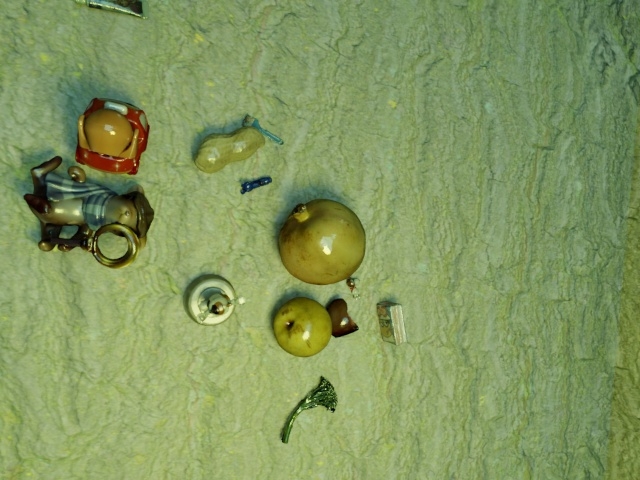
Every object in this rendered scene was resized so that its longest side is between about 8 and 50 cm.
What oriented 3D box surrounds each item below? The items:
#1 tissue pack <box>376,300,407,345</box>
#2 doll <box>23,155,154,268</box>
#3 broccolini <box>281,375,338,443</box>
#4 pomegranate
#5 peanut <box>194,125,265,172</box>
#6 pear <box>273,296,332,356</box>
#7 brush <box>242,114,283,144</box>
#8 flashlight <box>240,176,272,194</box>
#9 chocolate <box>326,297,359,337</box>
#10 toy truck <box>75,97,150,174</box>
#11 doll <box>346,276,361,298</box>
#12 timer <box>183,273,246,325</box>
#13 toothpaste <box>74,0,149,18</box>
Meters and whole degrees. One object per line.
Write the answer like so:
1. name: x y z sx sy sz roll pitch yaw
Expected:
1. tissue pack: 0.275 0.320 1.703 0.065 0.115 0.155 -12 92 -21
2. doll: -0.668 -0.081 1.278 0.340 0.209 0.318 8 79 -19
3. broccolini: -0.034 0.637 1.600 0.123 0.062 0.271 44 68 0
4. pomegranate: 0.000 0.000 1.507 0.319 0.319 0.319 0 89 -22
5. peanut: -0.309 -0.316 1.481 0.257 0.123 0.123 -31 100 -22
6. pear: -0.055 0.302 1.528 0.209 0.209 0.209 0 89 -22
7. brush: -0.203 -0.390 1.578 0.164 0.014 0.051 28 80 -20
8. flashlight: -0.229 -0.202 1.552 0.121 0.057 0.035 -24 60 -26
9. chocolate: 0.075 0.283 1.624 0.127 0.124 0.133 -4 61 -34
10. toy truck: -0.600 -0.326 1.273 0.189 0.239 0.265 11 59 -21
11. doll: 0.127 0.183 1.688 0.058 0.040 0.085 5 87 -32
12. timer: -0.328 0.200 1.379 0.175 0.266 0.175 1 88 -22
13. toothpaste: -0.659 -0.748 1.389 0.216 0.037 0.062 -4 89 -27
